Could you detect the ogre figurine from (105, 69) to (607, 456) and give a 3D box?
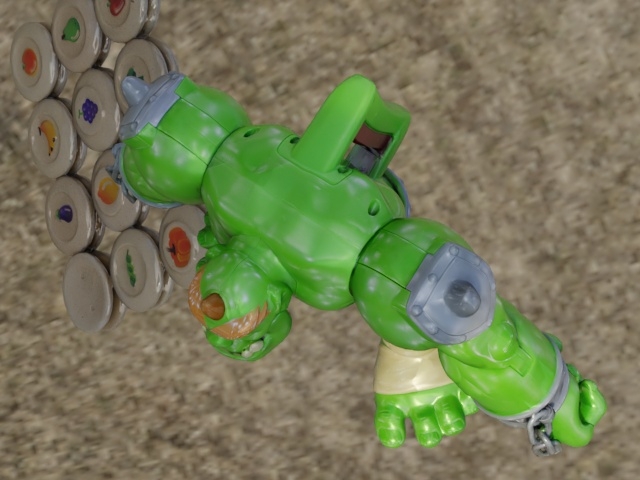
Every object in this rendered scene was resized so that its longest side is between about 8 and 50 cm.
[{"bbox_3d":[0.000,0.000,0.557,0.097,0.118,0.197,-37,67,-1],"label":"ogre figurine"}]

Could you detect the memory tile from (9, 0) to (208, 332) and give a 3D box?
[{"bbox_3d":[-0.093,-0.040,0.727,0.012,0.113,0.148,-9,81,-43],"label":"memory tile"}]
